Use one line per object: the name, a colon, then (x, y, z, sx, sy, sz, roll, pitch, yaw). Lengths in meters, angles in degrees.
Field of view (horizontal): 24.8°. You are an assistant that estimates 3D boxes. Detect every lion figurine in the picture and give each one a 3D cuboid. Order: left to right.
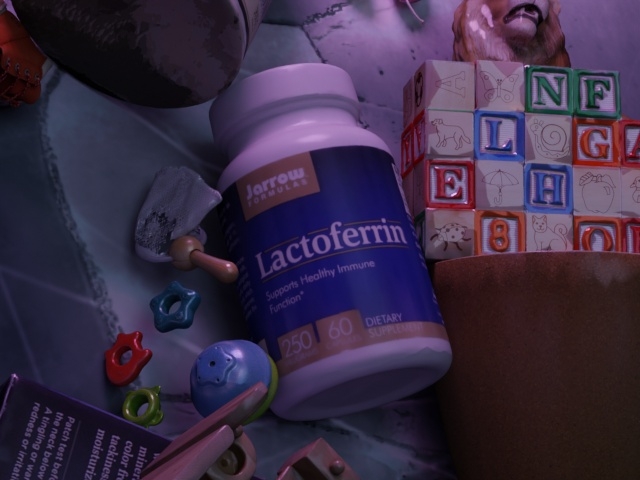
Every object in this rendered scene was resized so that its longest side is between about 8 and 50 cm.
lion figurine: (0.277, -0.087, 1.431, 0.392, 0.142, 0.240, 31, 52, -27)

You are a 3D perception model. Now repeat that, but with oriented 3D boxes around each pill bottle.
pill bottle: (0.000, 0.000, 1.181, 0.153, 0.153, 0.264, -3, 68, -35)

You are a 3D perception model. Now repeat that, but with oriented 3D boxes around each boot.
boot: (-0.249, -0.134, 1.117, 0.084, 0.059, 0.158, 49, 18, -15)

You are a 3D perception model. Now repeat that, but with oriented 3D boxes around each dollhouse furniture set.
dollhouse furniture set: (-0.016, 0.155, 0.723, 0.151, 0.123, 0.144, 48, 50, -3)

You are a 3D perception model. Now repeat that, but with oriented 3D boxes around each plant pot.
plant pot: (0.198, 0.150, 1.206, 0.237, 0.237, 0.254, 8, 77, -30)

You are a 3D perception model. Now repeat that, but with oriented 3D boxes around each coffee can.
coffee can: (-0.113, -0.276, 1.216, 0.201, 0.201, 0.275, 34, 53, -15)

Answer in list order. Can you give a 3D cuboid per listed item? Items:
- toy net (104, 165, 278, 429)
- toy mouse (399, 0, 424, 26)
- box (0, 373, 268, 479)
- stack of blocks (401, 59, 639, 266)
toy net: (-0.111, 0.047, 1.140, 0.045, 0.122, 0.232, 49, 22, -51)
toy mouse: (0.068, -0.286, 1.451, 0.161, 0.031, 0.143, 51, 50, -1)
box: (-0.127, 0.252, 0.875, 0.294, 0.296, 0.182, 27, 54, -21)
stack of blocks: (0.223, -0.055, 1.258, 0.297, 0.087, 0.171, 3, 79, -9)
